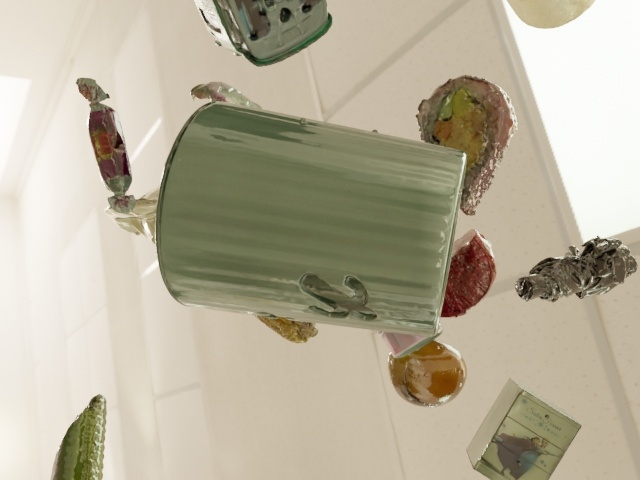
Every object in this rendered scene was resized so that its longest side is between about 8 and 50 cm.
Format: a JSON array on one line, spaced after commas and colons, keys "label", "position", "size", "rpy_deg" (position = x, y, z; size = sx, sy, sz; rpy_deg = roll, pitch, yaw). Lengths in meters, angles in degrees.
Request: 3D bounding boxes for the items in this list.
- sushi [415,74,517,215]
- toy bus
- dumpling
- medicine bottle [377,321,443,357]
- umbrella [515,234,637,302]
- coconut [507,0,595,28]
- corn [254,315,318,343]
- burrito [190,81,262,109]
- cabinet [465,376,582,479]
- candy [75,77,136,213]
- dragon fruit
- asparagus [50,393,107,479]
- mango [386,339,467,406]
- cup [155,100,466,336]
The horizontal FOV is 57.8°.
[{"label": "sushi", "position": [0.283, -0.181, 1.052], "size": [0.161, 0.107, 0.241], "rpy_deg": [-26, -107, 29]}, {"label": "toy bus", "position": [-0.134, -0.463, 0.892], "size": [0.199, 0.183, 0.344], "rpy_deg": [33, -29, 48]}, {"label": "dumpling", "position": [-0.280, -0.064, 1.224], "size": [0.394, 0.315, 0.233], "rpy_deg": [2, -100, 20]}, {"label": "medicine bottle", "position": [0.172, 0.155, 1.258], "size": [0.135, 0.135, 0.169], "rpy_deg": [-48, -118, 44]}, {"label": "umbrella", "position": [0.561, 0.076, 1.312], "size": [0.154, 0.336, 0.128], "rpy_deg": [109, -38, -59]}, {"label": "coconut", "position": [0.543, -0.652, 1.380], "size": [0.237, 0.265, 0.238], "rpy_deg": [-12, -110, 37]}, {"label": "corn", "position": [-0.105, 0.165, 1.380], "size": [0.261, 0.097, 0.097], "rpy_deg": [25, -68, 38]}, {"label": "burrito", "position": [-0.244, -0.371, 1.589], "size": [0.144, 0.229, 0.089], "rpy_deg": [37, -77, 26]}, {"label": "cabinet", "position": [0.449, 0.446, 1.303], "size": [0.145, 0.150, 0.206], "rpy_deg": [31, -89, 7]}, {"label": "candy", "position": [-0.267, -0.119, 0.730], "size": [0.045, 0.043, 0.175], "rpy_deg": [-7, -80, 17]}, {"label": "dragon fruit", "position": [0.362, 0.072, 1.460], "size": [0.134, 0.211, 0.262], "rpy_deg": [37, -53, -2]}, {"label": "asparagus", "position": [-0.520, 0.512, 1.231], "size": [0.128, 0.108, 0.382], "rpy_deg": [-46, -144, 23]}, {"label": "mango", "position": [0.253, 0.317, 1.401], "size": [0.136, 0.236, 0.167], "rpy_deg": [-5, -117, 53]}, {"label": "cup", "position": [0.004, -0.025, 0.881], "size": [0.392, 0.401, 0.310], "rpy_deg": [10, -87, 14]}]
